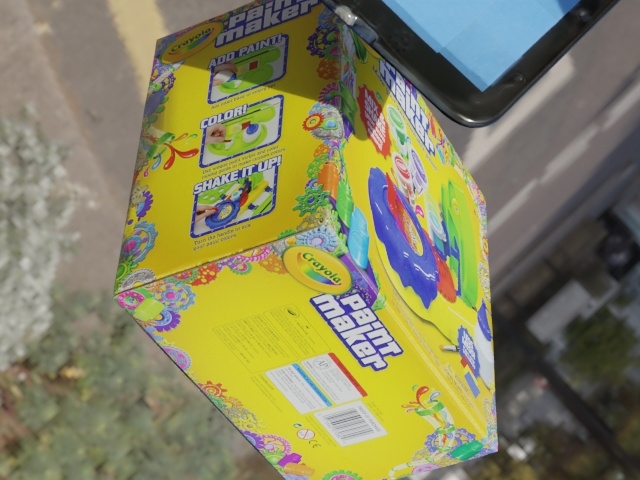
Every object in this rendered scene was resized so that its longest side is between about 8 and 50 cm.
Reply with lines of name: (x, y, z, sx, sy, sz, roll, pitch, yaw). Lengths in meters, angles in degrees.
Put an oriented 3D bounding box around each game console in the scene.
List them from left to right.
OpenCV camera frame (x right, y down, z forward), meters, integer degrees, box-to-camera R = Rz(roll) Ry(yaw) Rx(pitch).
game console: (0.109, -0.266, 1.007, 0.293, 0.173, 0.250, -44, 143, -34)

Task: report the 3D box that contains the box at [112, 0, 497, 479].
box: (0.000, 0.000, 1.200, 0.177, 0.290, 0.279, -18, -136, 21)
